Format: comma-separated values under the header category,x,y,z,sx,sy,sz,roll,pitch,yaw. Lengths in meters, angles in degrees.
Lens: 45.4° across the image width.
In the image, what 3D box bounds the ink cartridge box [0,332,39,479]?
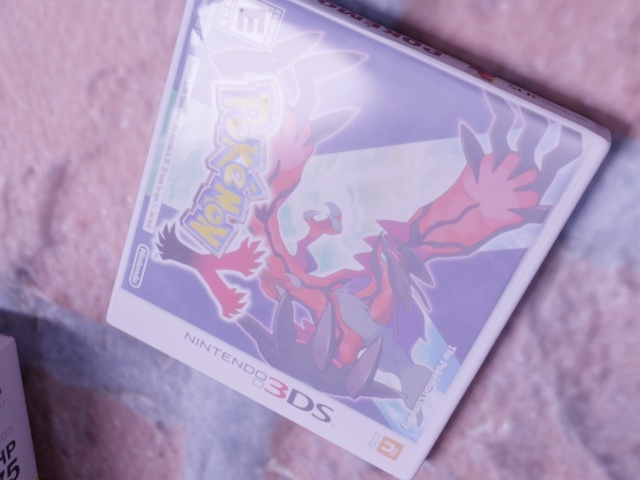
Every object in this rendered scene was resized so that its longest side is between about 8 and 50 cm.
category,x,y,z,sx,sy,sz,roll,pitch,yaw
ink cartridge box,-0.294,0.195,0.429,0.197,0.198,0.270,9,115,17

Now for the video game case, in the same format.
category,x,y,z,sx,sy,sz,roll,pitch,yaw
video game case,0.000,0.000,0.356,0.183,0.023,0.201,26,119,7
